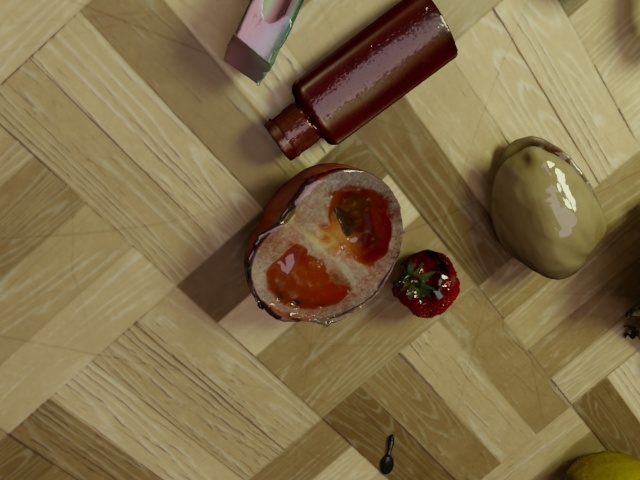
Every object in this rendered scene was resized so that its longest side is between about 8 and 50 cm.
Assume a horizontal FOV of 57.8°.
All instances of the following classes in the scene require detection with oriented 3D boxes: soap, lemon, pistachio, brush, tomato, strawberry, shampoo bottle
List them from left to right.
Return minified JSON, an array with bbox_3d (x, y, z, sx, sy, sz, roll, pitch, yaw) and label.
[{"bbox_3d":[-0.060,-0.267,0.685,0.056,0.100,0.149,26,77,-14],"label":"soap"},{"bbox_3d":[0.000,0.000,0.790,0.228,0.112,0.199,-45,120,4],"label":"tomato"},{"bbox_3d":[0.047,-0.203,0.752,0.260,0.064,0.102,-37,113,2],"label":"shampoo bottle"},{"bbox_3d":[0.119,0.372,1.003,0.024,0.008,0.083,4,109,-11],"label":"brush"},{"bbox_3d":[0.161,0.067,0.863,0.106,0.106,0.106,-4,110,-11],"label":"strawberry"},{"bbox_3d":[0.328,-0.041,0.844,0.152,0.126,0.223,-10,116,29],"label":"pistachio"},{"bbox_3d":[0.537,0.474,1.051,0.181,0.180,0.193,-49,133,7],"label":"lemon"}]

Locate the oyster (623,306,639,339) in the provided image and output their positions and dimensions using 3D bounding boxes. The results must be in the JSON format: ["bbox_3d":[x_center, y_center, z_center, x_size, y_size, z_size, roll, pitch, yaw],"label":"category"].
[{"bbox_3d":[0.571,0.096,0.937,0.198,0.133,0.337,-44,131,-23],"label":"oyster"}]
